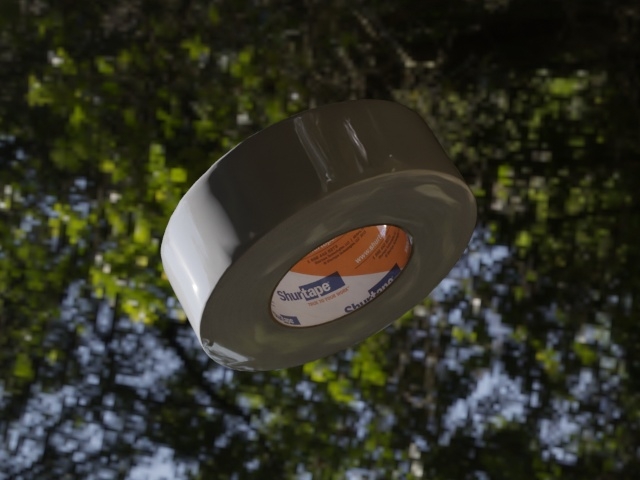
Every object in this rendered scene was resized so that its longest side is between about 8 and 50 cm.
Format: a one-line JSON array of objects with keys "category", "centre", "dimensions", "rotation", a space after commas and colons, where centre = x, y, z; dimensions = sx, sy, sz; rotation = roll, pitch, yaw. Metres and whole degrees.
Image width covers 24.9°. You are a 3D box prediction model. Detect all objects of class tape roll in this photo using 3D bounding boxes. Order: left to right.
[{"category": "tape roll", "centre": [0.000, 0.000, 1.032], "dimensions": [0.072, 0.219, 0.219], "rotation": [60, -169, 28]}]
